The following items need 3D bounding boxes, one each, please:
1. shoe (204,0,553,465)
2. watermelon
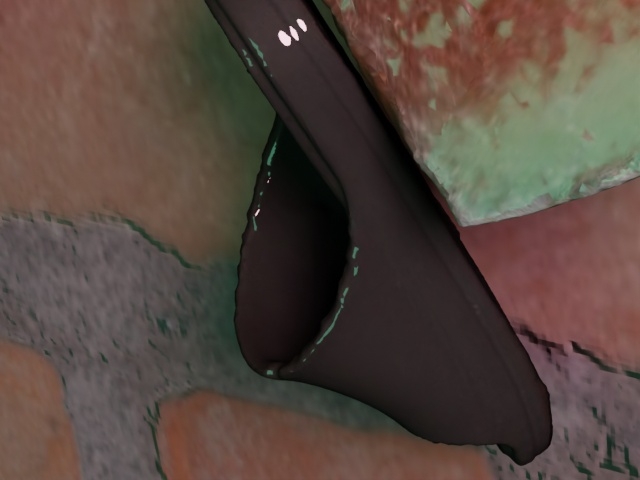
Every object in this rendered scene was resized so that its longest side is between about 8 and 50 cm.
[{"bbox_3d":[0.000,0.000,0.647,0.093,0.108,0.241,-31,126,3],"label":"shoe"},{"bbox_3d":[0.043,-0.136,0.575,0.193,0.140,0.256,-23,97,35],"label":"watermelon"}]
